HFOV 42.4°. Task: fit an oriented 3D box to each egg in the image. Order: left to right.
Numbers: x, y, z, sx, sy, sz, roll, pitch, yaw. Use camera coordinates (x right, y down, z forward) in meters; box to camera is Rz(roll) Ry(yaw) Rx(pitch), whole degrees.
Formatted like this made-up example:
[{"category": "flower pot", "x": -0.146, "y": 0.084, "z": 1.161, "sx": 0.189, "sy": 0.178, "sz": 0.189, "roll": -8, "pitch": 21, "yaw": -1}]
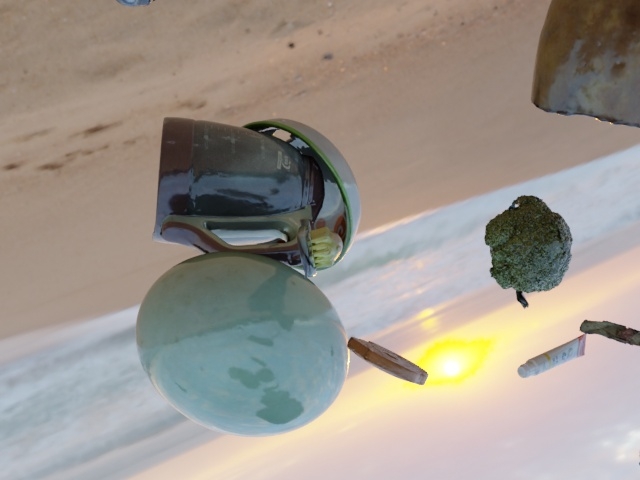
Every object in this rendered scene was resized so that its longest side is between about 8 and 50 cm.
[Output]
[{"category": "egg", "x": -0.112, "y": 0.162, "z": 1.278, "sx": 0.276, "sy": 0.276, "sz": 0.389, "roll": -30, "pitch": 144, "yaw": 28}]

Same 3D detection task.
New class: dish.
[{"category": "dish", "x": -0.037, "y": -0.107, "z": 1.644, "sx": 0.124, "sy": 0.324, "sz": 0.324, "roll": -38, "pitch": -179, "yaw": -41}]

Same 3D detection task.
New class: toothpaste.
[{"category": "toothpaste", "x": 0.423, "y": 0.211, "z": 1.488, "sx": 0.190, "sy": 0.048, "sz": 0.031, "roll": -14, "pitch": -158, "yaw": -36}]

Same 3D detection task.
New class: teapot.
[{"category": "teapot", "x": -0.144, "y": -0.072, "z": 1.505, "sx": 0.312, "sy": 0.315, "sz": 0.233, "roll": 4, "pitch": 135, "yaw": -9}]

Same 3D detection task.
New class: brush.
[{"category": "brush", "x": 0.000, "y": 0.000, "z": 1.214, "sx": 0.060, "sy": 0.068, "sz": 0.297, "roll": -13, "pitch": -172, "yaw": 1}]

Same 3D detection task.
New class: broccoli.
[{"category": "broccoli", "x": 0.276, "y": 0.010, "z": 1.107, "sx": 0.130, "sy": 0.131, "sz": 0.120, "roll": -46, "pitch": -165, "yaw": -19}]

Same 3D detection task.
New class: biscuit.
[{"category": "biscuit", "x": 0.082, "y": 0.146, "z": 0.988, "sx": 0.019, "sy": 0.102, "sz": 0.130, "roll": -64, "pitch": 162, "yaw": -1}]

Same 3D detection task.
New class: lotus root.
[{"category": "lotus root", "x": 0.458, "y": -0.298, "z": 1.089, "sx": 0.316, "sy": 0.316, "sz": 0.250, "roll": -18, "pitch": 125, "yaw": -34}]

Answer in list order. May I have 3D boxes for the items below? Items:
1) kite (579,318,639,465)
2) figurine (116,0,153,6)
[{"category": "kite", "x": 0.424, "y": 0.127, "z": 0.858, "sx": 0.314, "sy": 0.011, "sz": 0.335, "roll": 18, "pitch": -136, "yaw": 41}, {"category": "figurine", "x": -0.097, "y": -0.244, "z": 0.603, "sx": 0.196, "sy": 0.108, "sz": 0.114, "roll": -57, "pitch": 148, "yaw": -32}]
